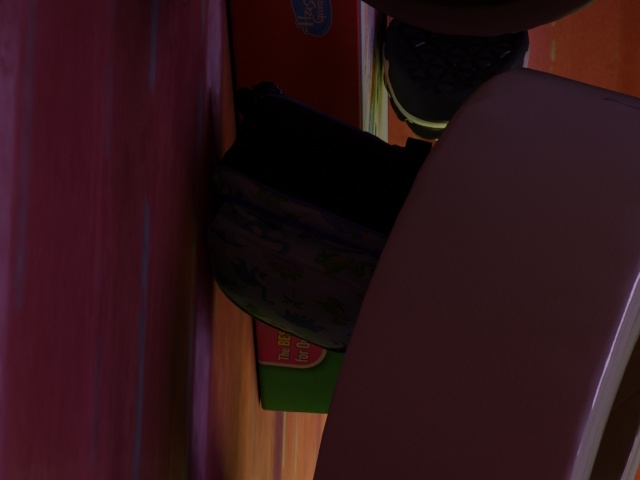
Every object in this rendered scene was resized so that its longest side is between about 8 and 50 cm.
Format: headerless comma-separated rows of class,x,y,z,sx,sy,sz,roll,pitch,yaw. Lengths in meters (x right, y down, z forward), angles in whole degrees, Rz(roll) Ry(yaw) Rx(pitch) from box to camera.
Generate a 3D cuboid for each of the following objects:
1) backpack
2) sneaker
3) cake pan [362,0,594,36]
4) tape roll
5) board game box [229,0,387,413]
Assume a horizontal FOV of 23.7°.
backpack,0.000,0.000,0.701,0.084,0.105,0.114,-62,165,-21
sneaker,0.081,-0.101,0.935,0.234,0.084,0.097,-80,171,-63
cake pan,0.061,-0.218,0.516,0.293,0.054,0.293,21,-63,49
tape roll,0.094,0.069,0.699,0.286,0.100,0.286,18,90,-71
board game box,0.002,-0.094,0.883,0.242,0.064,0.316,-83,173,-49
